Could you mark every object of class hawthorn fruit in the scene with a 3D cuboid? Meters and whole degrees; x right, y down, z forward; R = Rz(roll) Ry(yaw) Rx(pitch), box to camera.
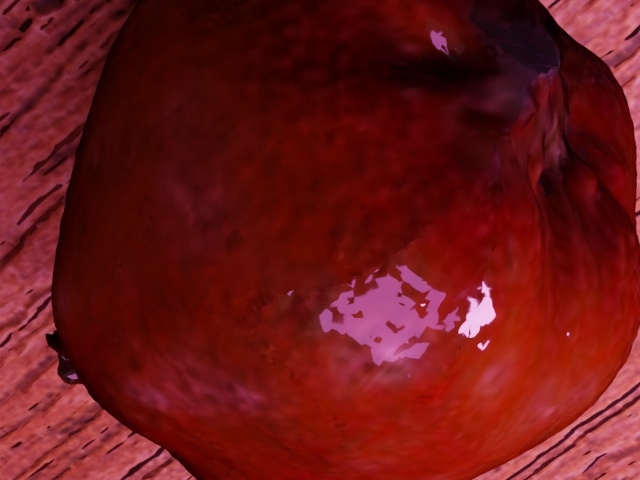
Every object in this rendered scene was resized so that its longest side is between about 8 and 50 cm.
[{"bbox_3d":[0.015,0.000,0.795,0.295,0.295,0.311,10,130,-14],"label":"hawthorn fruit"}]
